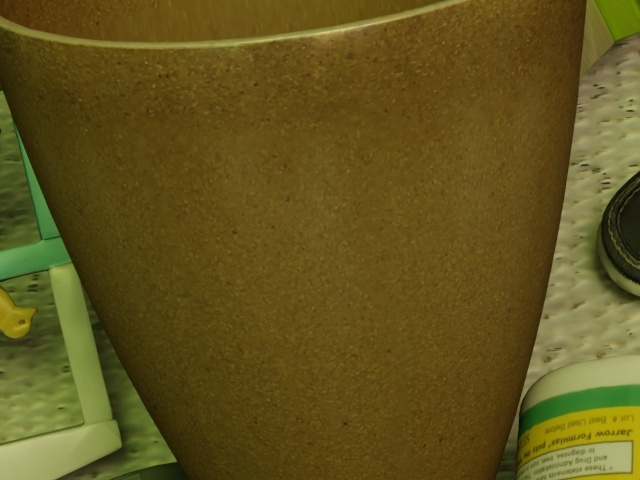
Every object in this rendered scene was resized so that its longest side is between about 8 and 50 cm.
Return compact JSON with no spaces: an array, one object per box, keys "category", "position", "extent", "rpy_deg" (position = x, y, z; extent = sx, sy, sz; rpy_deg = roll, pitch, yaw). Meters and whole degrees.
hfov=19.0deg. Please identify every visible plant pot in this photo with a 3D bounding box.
[{"category":"plant pot","position":[0.000,0.000,0.779],"extent":[0.237,0.254,0.237],"rpy_deg":[-7,23,3]}]

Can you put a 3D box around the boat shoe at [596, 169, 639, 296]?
[{"category":"boat shoe","position":[0.229,-0.051,0.873],"extent":[0.233,0.079,0.084],"rpy_deg":[-26,63,1]}]

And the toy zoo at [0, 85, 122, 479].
[{"category":"toy zoo","position":[-0.208,0.022,0.887],"extent":[0.192,0.030,0.293],"rpy_deg":[-13,90,-10]}]

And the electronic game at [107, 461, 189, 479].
[{"category":"electronic game","position":[-0.058,0.200,0.830],"extent":[0.229,0.048,0.229],"rpy_deg":[-4,57,6]}]

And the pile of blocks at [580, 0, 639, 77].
[{"category":"pile of blocks","position":[0.082,-0.102,0.931],"extent":[0.362,0.149,0.112],"rpy_deg":[-26,104,9]}]

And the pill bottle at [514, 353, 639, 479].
[{"category":"pill bottle","position":[0.133,0.161,0.767],"extent":[0.118,0.117,0.208],"rpy_deg":[0,64,13]}]
